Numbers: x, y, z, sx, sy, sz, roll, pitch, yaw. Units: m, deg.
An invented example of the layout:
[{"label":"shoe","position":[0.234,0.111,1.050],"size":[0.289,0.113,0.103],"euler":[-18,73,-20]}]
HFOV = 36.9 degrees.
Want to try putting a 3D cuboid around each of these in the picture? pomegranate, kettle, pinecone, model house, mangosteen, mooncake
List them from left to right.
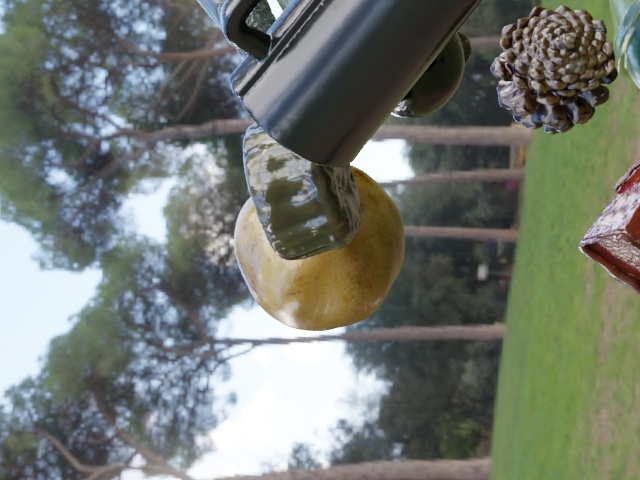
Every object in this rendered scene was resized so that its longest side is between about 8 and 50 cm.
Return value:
[{"label":"mooncake","position":[-0.029,-0.114,1.853],"size":[0.290,0.161,0.290],"euler":[-15,-90,-75]},{"label":"pomegranate","position":[0.000,0.000,2.252],"size":[0.416,0.417,0.416],"euler":[2,-90,-79]},{"label":"kettle","position":[0.029,-0.285,1.227],"size":[0.308,0.262,0.203],"euler":[-48,13,33]},{"label":"mangosteen","position":[0.249,-0.464,2.463],"size":[0.297,0.313,0.297],"euler":[169,90,-77]},{"label":"pinecone","position":[0.482,-0.335,1.976],"size":[0.264,0.264,0.264],"euler":[2,-90,-79]},{"label":"model house","position":[0.618,-0.040,1.692],"size":[0.254,0.196,0.160],"euler":[-55,5,-11]}]

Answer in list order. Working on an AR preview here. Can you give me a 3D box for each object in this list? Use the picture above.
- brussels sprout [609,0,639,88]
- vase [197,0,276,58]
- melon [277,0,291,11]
[{"label":"brussels sprout","position":[0.617,-0.355,1.506],"size":[0.361,0.342,0.425],"euler":[-26,-71,-42]},{"label":"vase","position":[-0.189,-0.529,2.159],"size":[0.301,0.156,0.251],"euler":[60,-167,28]},{"label":"melon","position":[0.010,-0.593,2.037],"size":[0.248,0.248,0.329],"euler":[40,-145,-76]}]
